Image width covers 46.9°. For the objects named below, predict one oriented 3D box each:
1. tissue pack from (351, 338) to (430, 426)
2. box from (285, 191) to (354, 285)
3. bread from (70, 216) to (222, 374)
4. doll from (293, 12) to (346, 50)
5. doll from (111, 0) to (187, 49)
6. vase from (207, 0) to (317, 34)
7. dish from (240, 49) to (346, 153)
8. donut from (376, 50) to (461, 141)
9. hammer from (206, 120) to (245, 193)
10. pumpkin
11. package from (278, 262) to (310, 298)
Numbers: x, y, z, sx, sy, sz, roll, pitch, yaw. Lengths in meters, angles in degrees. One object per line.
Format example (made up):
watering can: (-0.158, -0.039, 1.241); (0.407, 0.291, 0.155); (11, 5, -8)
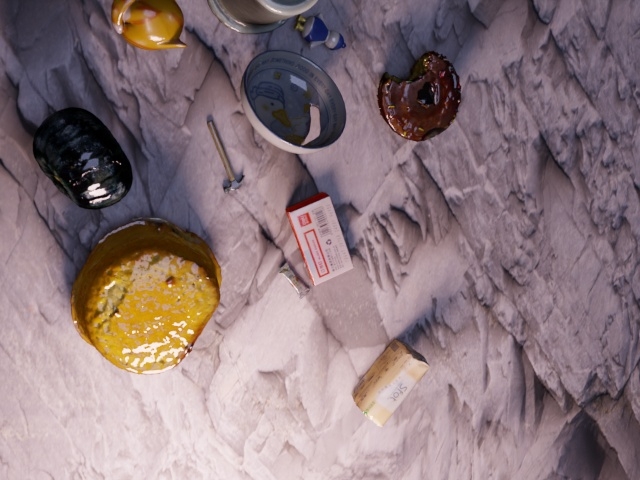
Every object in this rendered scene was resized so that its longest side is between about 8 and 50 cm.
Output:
tissue pack: (0.190, 0.385, 2.033); (0.090, 0.186, 0.222); (41, 88, -11)
box: (0.000, 0.000, 1.939); (0.123, 0.050, 0.229); (-24, 111, -11)
bread: (-0.396, 0.137, 1.745); (0.336, 0.204, 0.358); (29, 90, -29)
doll: (0.003, -0.507, 1.811); (0.142, 0.057, 0.099); (19, 75, -25)
doll: (-0.395, -0.541, 1.600); (0.162, 0.166, 0.270); (-17, 111, -14)
vase: (-0.120, -0.579, 1.622); (0.245, 0.291, 0.245); (-4, 104, -17)
dish: (-0.085, -0.310, 1.785); (0.273, 0.134, 0.273); (14, 60, -25)
donut: (0.254, -0.372, 1.917); (0.230, 0.096, 0.216); (-43, 116, -6)
hammer: (-0.237, -0.209, 1.817); (0.062, 0.017, 0.182); (-24, 109, -14)
pumpkin: (-0.515, -0.176, 1.610); (0.163, 0.233, 0.233); (-41, 114, -18)
package: (-0.071, 0.107, 1.958); (0.037, 0.015, 0.110); (-43, 115, -12)
